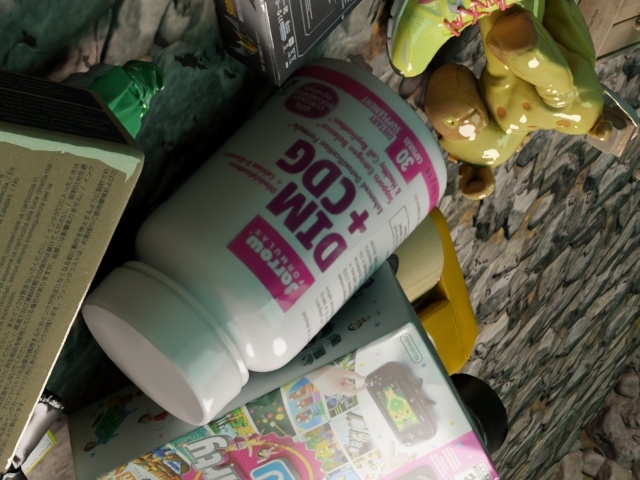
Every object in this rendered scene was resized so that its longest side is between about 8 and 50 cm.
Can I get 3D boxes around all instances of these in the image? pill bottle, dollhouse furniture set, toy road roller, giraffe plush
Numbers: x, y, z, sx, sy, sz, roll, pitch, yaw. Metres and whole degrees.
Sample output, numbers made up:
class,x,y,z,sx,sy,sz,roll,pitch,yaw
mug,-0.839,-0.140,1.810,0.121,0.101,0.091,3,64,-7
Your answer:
class,x,y,z,sx,sy,sz,roll,pitch,yaw
pill bottle,-0.044,0.001,1.330,0.283,0.160,0.160,-46,157,-21
dollhouse furniture set,0.472,-0.199,1.858,0.174,0.355,0.303,-26,144,-53
toy road roller,0.015,0.128,1.665,0.202,0.240,0.330,-31,111,-47
giraffe plush,0.173,-0.142,1.599,0.170,0.210,0.181,-31,-160,27

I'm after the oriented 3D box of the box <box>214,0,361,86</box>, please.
class,x,y,z,sx,sy,sz,roll,pitch,yaw
box,-0.004,-0.245,1.198,0.183,0.056,0.231,-48,158,-19

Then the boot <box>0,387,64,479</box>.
class,x,y,z,sx,sy,sz,roll,pitch,yaw
boot,-0.228,0.157,1.266,0.099,0.045,0.121,-57,154,-6

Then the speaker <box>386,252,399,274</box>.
class,x,y,z,sx,sy,sz,roll,pitch,yaw
speaker,0.000,0.000,1.458,0.055,0.136,0.055,-40,150,-28

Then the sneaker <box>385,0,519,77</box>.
class,x,y,z,sx,sy,sz,roll,pitch,yaw
sneaker,0.137,-0.225,1.472,0.208,0.094,0.081,-56,160,6

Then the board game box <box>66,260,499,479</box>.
class,x,y,z,sx,sy,sz,roll,pitch,yaw
board game box,-0.028,0.179,1.434,0.303,0.097,0.224,-27,128,5

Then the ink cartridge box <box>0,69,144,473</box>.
class,x,y,z,sx,sy,sz,roll,pitch,yaw
ink cartridge box,-0.235,0.015,0.953,0.193,0.088,0.235,10,117,-36

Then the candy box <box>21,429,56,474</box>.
class,x,y,z,sx,sy,sz,roll,pitch,yaw
candy box,-0.292,0.203,1.287,0.206,0.027,0.105,-47,157,-19

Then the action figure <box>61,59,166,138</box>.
class,x,y,z,sx,sy,sz,roll,pitch,yaw
action figure,-0.188,-0.054,1.080,0.232,0.063,0.137,-36,150,-32
